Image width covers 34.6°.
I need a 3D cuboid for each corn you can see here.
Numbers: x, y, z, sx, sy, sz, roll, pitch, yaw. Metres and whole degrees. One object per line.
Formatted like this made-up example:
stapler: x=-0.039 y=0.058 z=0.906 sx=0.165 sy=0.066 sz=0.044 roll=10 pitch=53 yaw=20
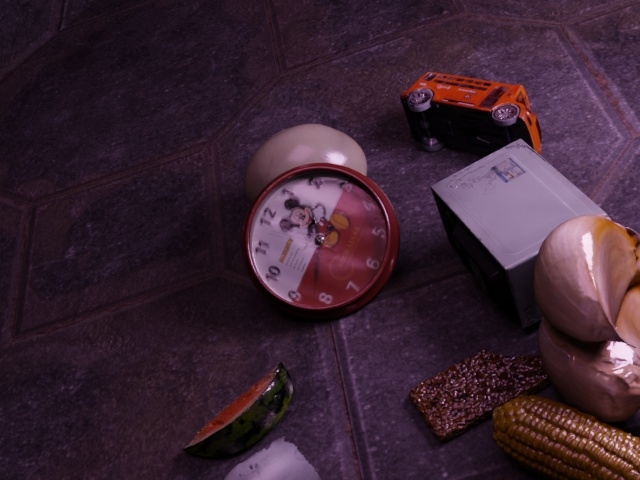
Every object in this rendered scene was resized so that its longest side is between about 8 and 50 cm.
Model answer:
corn: x=0.418 y=0.329 z=1.553 sx=0.363 sy=0.120 sz=0.120 roll=18 pitch=54 yaw=35

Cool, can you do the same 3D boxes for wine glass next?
wine glass: x=-0.144 y=0.455 z=1.654 sx=0.321 sy=0.143 sz=0.143 roll=-34 pitch=41 yaw=-16

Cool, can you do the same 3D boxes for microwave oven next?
microwave oven: x=0.374 y=-0.013 z=1.902 sx=0.237 sy=0.181 sz=0.295 roll=-29 pitch=40 yaw=-5

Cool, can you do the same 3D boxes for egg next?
egg: x=-0.033 y=-0.138 z=2.202 sx=0.269 sy=0.219 sz=0.219 roll=-14 pitch=40 yaw=2

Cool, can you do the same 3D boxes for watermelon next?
watermelon: x=-0.139 y=0.316 z=1.877 sx=0.245 sy=0.063 sz=0.119 roll=-43 pitch=25 yaw=-15

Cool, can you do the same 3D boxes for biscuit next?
biscuit: x=0.278 y=0.248 z=1.776 sx=0.236 sy=0.026 sz=0.131 roll=-28 pitch=41 yaw=-5

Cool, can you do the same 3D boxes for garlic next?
garlic: x=0.449 y=0.122 z=1.656 sx=0.249 sy=0.286 sz=0.313 roll=20 pitch=43 yaw=16

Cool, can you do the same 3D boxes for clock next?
clock: x=0.000 y=0.000 z=2.049 sx=0.318 sy=0.080 sz=0.319 roll=-2 pitch=80 yaw=9

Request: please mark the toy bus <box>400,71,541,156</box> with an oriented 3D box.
toy bus: x=0.342 y=-0.269 z=2.234 sx=0.329 sy=0.143 sz=0.153 roll=17 pitch=54 yaw=40
